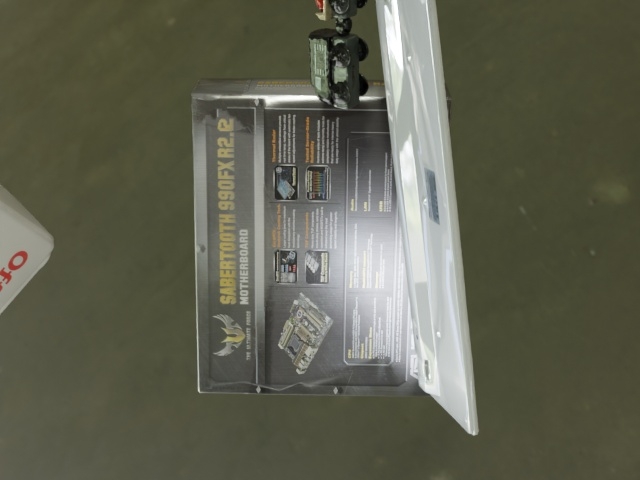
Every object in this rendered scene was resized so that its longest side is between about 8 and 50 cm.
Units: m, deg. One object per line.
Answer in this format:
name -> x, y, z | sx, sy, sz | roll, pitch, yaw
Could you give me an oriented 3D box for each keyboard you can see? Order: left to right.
keyboard -> 0.058, -0.026, 0.667 | 0.014, 0.256, 0.072 | -12, 15, -17

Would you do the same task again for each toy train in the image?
toy train -> 0.007, -0.153, 0.711 | 0.036, 0.158, 0.027 | 15, 28, 33

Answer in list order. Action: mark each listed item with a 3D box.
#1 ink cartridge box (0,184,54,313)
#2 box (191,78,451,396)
ink cartridge box -> -0.356, -0.003, 0.911 | 0.198, 0.273, 0.114 | -48, 59, -3
box -> 0.000, 0.000, 0.918 | 0.183, 0.231, 0.056 | 1, 18, 2
